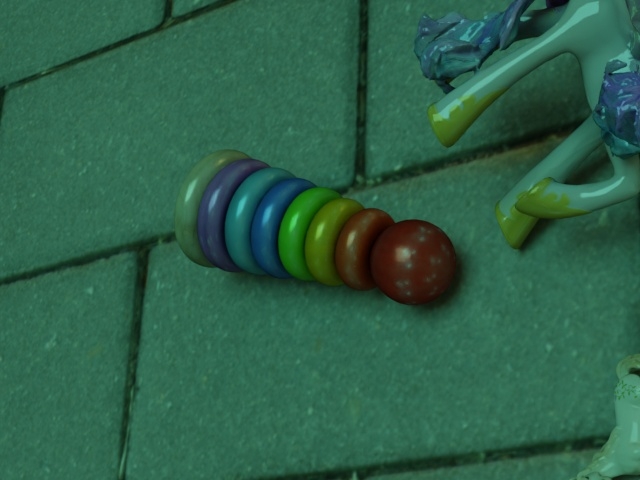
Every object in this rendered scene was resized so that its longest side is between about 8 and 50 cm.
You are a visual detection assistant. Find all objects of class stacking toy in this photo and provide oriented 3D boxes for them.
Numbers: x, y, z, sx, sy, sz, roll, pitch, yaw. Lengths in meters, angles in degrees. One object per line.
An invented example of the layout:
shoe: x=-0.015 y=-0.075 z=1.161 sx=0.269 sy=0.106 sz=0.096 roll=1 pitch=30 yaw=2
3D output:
stacking toy: x=0.000 y=0.000 z=1.365 sx=0.330 sy=0.141 sz=0.141 roll=18 pitch=81 yaw=35

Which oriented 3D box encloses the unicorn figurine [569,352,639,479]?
unicorn figurine: x=0.282 y=0.172 z=1.109 sx=0.111 sy=0.060 sz=0.161 roll=-8 pitch=48 yaw=35

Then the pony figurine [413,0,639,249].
pony figurine: x=0.273 y=-0.199 z=1.176 sx=0.364 sy=0.303 sz=0.351 roll=-26 pitch=88 yaw=22
